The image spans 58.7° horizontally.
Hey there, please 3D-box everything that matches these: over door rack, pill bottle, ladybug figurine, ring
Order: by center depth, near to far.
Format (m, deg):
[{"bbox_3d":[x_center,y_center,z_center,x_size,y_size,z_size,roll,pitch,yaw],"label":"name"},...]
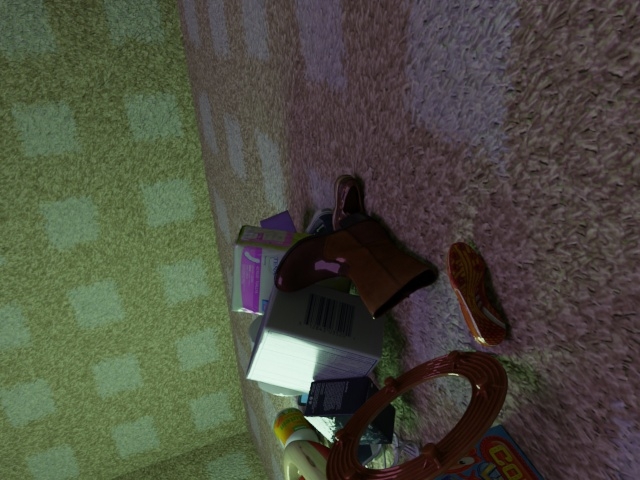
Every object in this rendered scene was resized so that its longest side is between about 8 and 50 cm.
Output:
[{"bbox_3d":[0.144,0.281,0.919,0.032,0.336,0.336,56,163,-8],"label":"ring"},{"bbox_3d":[0.184,0.626,1.384,0.239,0.108,0.324,165,90,-72],"label":"over door rack"},{"bbox_3d":[0.021,0.827,1.873,0.449,0.162,0.305,32,128,58],"label":"ladybug figurine"},{"bbox_3d":[-0.085,0.762,2.190,0.245,0.136,0.136,-146,45,-62],"label":"pill bottle"}]

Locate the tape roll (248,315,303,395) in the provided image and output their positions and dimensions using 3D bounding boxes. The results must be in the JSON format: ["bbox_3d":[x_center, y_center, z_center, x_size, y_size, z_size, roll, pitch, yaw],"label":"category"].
[{"bbox_3d":[-0.087,0.328,1.727,0.246,0.246,0.169,-140,40,-59],"label":"tape roll"}]

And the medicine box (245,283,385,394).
[{"bbox_3d":[-0.017,0.243,1.351,0.289,0.263,0.149,113,171,-52],"label":"medicine box"}]

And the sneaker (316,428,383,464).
[{"bbox_3d":[0.046,0.446,1.544,0.131,0.148,0.350,132,120,-74],"label":"sneaker"}]

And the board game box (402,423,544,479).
[{"bbox_3d":[0.229,0.465,0.841,0.308,0.302,0.086,-126,29,-45],"label":"board game box"}]

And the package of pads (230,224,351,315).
[{"bbox_3d":[-0.070,0.087,1.415,0.101,0.296,0.229,-79,-3,-57],"label":"package of pads"}]

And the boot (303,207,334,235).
[{"bbox_3d":[0.000,0.000,1.509,0.190,0.069,0.086,110,147,-57],"label":"boot"}]

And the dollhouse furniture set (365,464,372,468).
[{"bbox_3d":[0.116,0.624,1.633,0.081,0.091,0.114,50,149,22],"label":"dollhouse furniture set"}]

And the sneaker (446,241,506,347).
[{"bbox_3d":[0.239,0.088,0.916,0.067,0.064,0.175,117,139,-77],"label":"sneaker"}]

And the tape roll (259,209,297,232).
[{"bbox_3d":[-0.081,0.055,1.625,0.275,0.090,0.275,157,90,-88],"label":"tape roll"}]

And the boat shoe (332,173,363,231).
[{"bbox_3d":[0.065,-0.058,1.295,0.060,0.064,0.178,-136,39,-60],"label":"boat shoe"}]

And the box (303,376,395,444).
[{"bbox_3d":[0.071,0.399,1.321,0.156,0.158,0.093,54,-144,-37],"label":"box"}]

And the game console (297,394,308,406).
[{"bbox_3d":[-0.017,0.568,1.948,0.144,0.124,0.085,98,177,-47],"label":"game console"}]

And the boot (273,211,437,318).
[{"bbox_3d":[0.058,0.080,1.143,0.280,0.264,0.096,51,165,53],"label":"boot"}]
